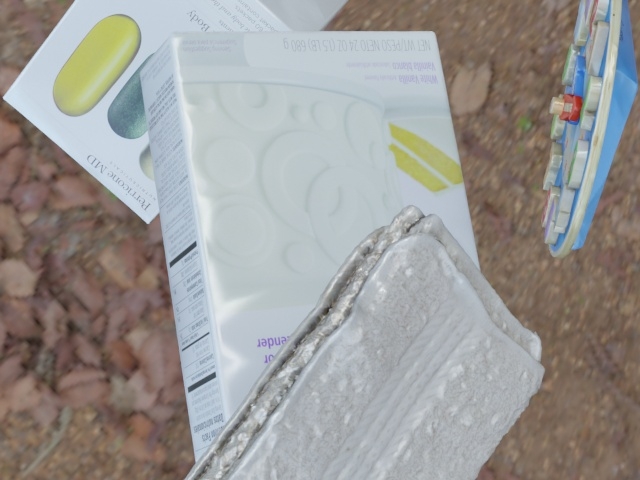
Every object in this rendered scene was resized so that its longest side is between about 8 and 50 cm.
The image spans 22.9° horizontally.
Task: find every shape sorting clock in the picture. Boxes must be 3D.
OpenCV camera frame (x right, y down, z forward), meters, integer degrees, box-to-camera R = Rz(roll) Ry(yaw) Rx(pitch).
[{"bbox_3d":[0.180,-0.090,1.097,0.040,0.206,0.206,13,115,-1],"label":"shape sorting clock"}]

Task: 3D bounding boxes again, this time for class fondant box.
[{"bbox_3d":[0.000,0.000,1.264,0.096,0.238,0.330,148,115,-62],"label":"fondant box"}]

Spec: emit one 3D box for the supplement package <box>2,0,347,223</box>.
[{"bbox_3d":[-0.139,-0.199,1.588,0.199,0.198,0.263,41,118,-5],"label":"supplement package"}]

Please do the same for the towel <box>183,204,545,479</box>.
[{"bbox_3d":[0.031,0.133,1.025,0.049,0.282,0.187,17,155,50],"label":"towel"}]
